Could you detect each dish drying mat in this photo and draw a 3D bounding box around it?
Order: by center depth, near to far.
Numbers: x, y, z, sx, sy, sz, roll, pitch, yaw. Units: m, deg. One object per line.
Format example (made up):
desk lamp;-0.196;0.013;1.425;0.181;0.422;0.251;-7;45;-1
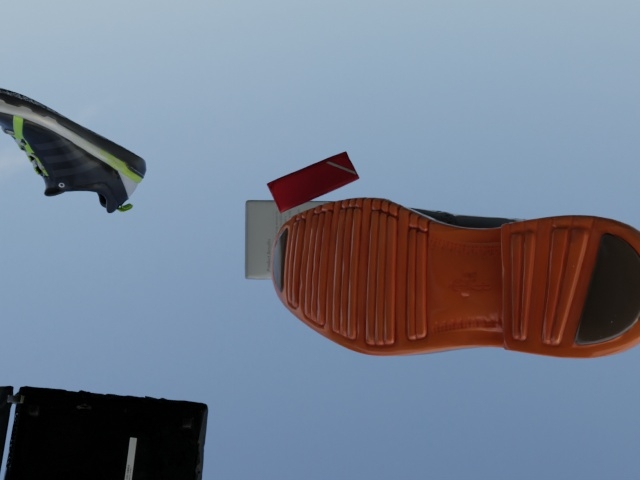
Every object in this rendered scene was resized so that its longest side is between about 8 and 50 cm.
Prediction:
dish drying mat;-0.007;-0.056;0.750;0.083;0.032;0.008;-24;173;-12

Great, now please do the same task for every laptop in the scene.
laptop;-0.253;0.255;0.709;0.264;0.136;0.234;10;-108;-20

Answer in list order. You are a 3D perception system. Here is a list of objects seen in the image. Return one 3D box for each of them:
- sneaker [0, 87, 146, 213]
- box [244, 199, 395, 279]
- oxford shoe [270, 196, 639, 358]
sneaker;-0.316;-0.099;0.957;0.235;0.097;0.084;28;-179;-34
box;0.000;0.000;0.950;0.171;0.091;0.130;0;180;1
oxford shoe;0.114;0.036;0.671;0.364;0.129;0.133;7;-178;39
